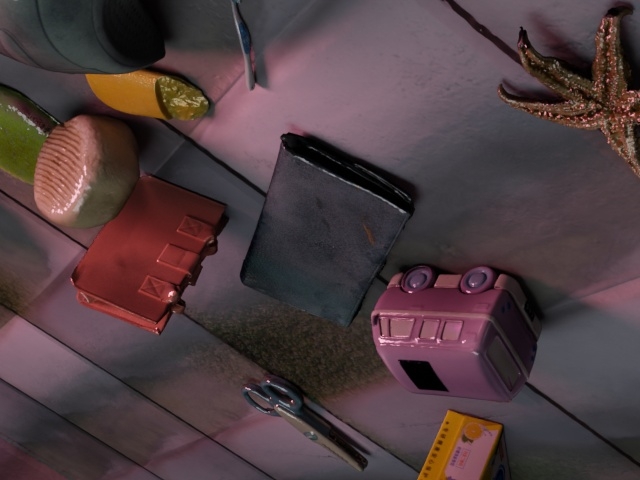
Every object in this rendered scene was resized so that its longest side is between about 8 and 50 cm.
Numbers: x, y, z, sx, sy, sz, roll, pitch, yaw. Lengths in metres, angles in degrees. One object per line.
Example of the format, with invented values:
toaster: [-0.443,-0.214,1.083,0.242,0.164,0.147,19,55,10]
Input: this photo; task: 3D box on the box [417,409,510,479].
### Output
box: [0.245,0.424,1.798,0.097,0.168,0.265,15,146,24]

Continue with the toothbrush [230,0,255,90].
toothbrush: [-0.089,-0.227,1.207,0.017,0.014,0.162,37,156,23]

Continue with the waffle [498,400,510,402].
waffle: [0.255,0.218,1.605,0.075,0.029,0.083,12,149,26]

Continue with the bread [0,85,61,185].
bread: [-0.458,-0.151,1.605,0.229,0.033,0.228,21,149,14]

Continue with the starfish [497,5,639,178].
starfish: [0.277,-0.127,1.027,0.238,0.057,0.213,47,153,-23]

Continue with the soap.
soap: [-0.225,-0.190,1.353,0.169,0.033,0.089,12,149,24]

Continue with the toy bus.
toy bus: [0.171,0.124,1.409,0.203,0.142,0.142,-1,140,39]

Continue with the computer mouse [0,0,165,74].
computer mouse: [-0.286,-0.240,1.132,0.188,0.121,0.371,16,178,8]

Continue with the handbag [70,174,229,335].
handbag: [-0.238,0.019,1.508,0.157,0.212,0.059,20,149,12]

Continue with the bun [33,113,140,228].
bun: [-0.311,-0.095,1.464,0.113,0.173,0.166,18,125,-40]

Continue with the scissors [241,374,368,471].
scissors: [-0.019,0.350,2.015,0.289,0.041,0.138,39,141,-17]

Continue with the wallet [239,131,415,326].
wallet: [0.000,0.000,1.455,0.191,0.046,0.379,26,149,1]
